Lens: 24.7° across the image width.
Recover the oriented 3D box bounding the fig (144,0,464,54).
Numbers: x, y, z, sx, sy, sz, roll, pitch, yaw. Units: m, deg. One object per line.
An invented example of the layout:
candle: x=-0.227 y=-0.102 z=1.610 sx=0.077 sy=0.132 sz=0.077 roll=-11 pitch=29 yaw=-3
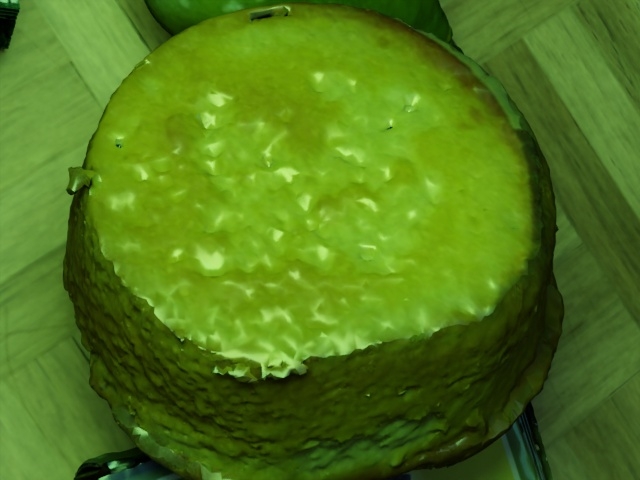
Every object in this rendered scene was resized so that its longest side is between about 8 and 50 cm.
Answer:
fig: x=-0.019 y=-0.242 z=1.282 sx=0.233 sy=0.314 sz=0.233 roll=-5 pitch=78 yaw=24

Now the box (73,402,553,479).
box: x=0.031 y=0.333 z=1.200 sx=0.373 sy=0.138 sz=0.420 roll=-14 pitch=84 yaw=-21

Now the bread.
bread: x=0.000 y=0.000 z=1.113 sx=0.398 sy=0.215 sz=0.398 roll=2 pitch=57 yaw=-4

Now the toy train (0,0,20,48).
toy train: x=-0.353 y=-0.297 z=1.182 sx=0.178 sy=0.138 sz=0.330 roll=-17 pitch=85 yaw=-18
